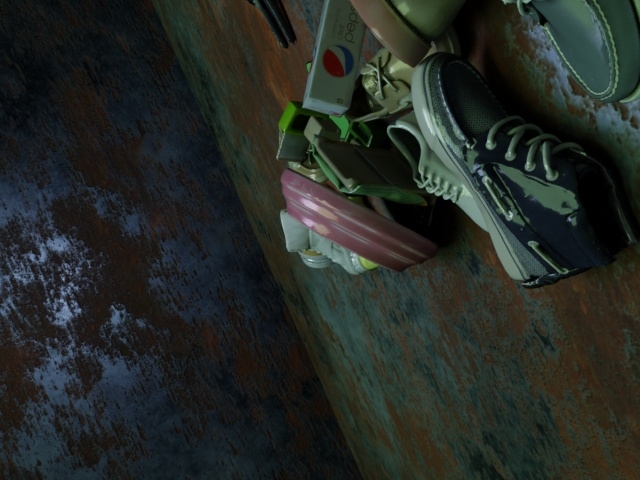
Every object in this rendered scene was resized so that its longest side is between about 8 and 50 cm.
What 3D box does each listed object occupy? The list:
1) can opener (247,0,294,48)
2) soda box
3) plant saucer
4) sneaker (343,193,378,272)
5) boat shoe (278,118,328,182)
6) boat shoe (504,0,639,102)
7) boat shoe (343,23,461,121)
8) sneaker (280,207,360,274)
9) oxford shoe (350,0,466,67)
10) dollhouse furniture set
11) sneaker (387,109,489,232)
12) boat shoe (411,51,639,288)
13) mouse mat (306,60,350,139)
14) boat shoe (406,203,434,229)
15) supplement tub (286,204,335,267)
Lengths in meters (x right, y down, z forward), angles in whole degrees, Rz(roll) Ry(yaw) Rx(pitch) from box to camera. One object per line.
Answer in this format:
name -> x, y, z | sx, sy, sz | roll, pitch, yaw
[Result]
can opener -> -0.118, -0.551, 1.237 | 0.186, 0.073, 0.059 | 58, 145, 0
soda box -> 0.029, -0.323, 0.862 | 0.069, 0.073, 0.216 | 177, 105, -79
plant saucer -> 0.063, -0.032, 1.000 | 0.331, 0.084, 0.332 | 28, -175, -3
sneaker -> 0.112, -0.031, 1.238 | 0.094, 0.081, 0.209 | -14, 93, 43
boat shoe -> -0.050, -0.239, 1.371 | 0.285, 0.104, 0.089 | 47, 159, 49
boat shoe -> 0.207, -0.264, 0.510 | 0.116, 0.098, 0.320 | 88, 159, -80
boat shoe -> 0.117, -0.258, 0.832 | 0.109, 0.098, 0.302 | 67, 164, -4
sneaker -> 0.000, 0.000, 1.345 | 0.108, 0.169, 0.293 | -91, -21, -44
oxford shoe -> 0.092, -0.413, 0.710 | 0.146, 0.140, 0.397 | -40, 58, 29
dollhouse furniture set -> 0.051, -0.116, 0.960 | 0.302, 0.197, 0.151 | 56, 135, 43
sneaker -> 0.196, -0.103, 0.817 | 0.258, 0.091, 0.094 | 57, 162, 28
boat shoe -> 0.250, -0.106, 0.633 | 0.341, 0.127, 0.158 | 58, 157, -2
mouse mat -> 0.020, -0.327, 1.204 | 0.152, 0.007, 0.190 | 29, 139, 64
boat shoe -> 0.189, -0.072, 0.978 | 0.133, 0.041, 0.049 | 85, 158, -45
supplement tub -> -0.009, -0.035, 1.459 | 0.144, 0.144, 0.200 | 47, 155, 47
